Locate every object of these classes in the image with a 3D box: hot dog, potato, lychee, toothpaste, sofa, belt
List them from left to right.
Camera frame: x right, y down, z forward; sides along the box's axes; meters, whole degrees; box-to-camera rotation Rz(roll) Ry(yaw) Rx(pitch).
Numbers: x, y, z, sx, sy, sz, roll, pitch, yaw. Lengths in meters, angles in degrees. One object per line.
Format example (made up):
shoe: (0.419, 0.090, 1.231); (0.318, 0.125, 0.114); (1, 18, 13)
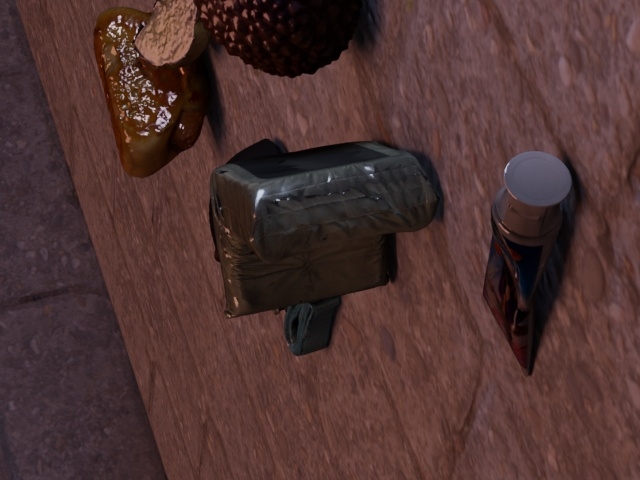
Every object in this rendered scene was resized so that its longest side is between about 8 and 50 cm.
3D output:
hot dog: (-0.248, -0.233, 2.504); (0.150, 0.153, 0.257); (112, 144, -70)
potato: (-0.184, -0.320, 2.393); (0.100, 0.089, 0.172); (45, 117, 26)
lychee: (-0.040, -0.263, 1.750); (0.188, 0.188, 0.188); (167, 90, -74)
belt: (-0.020, 0.079, 2.145); (0.100, 0.065, 0.179); (62, 157, 20)
sofa: (0.000, 0.000, 1.745); (0.225, 0.210, 0.176); (-155, 55, -69)
toothpaste: (0.175, 0.022, 1.462); (0.266, 0.061, 0.096); (91, 159, -57)

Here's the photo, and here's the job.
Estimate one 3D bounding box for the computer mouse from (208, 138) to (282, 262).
computer mouse: (-0.099, -0.020, 2.258); (0.269, 0.100, 0.170); (111, 145, -63)
